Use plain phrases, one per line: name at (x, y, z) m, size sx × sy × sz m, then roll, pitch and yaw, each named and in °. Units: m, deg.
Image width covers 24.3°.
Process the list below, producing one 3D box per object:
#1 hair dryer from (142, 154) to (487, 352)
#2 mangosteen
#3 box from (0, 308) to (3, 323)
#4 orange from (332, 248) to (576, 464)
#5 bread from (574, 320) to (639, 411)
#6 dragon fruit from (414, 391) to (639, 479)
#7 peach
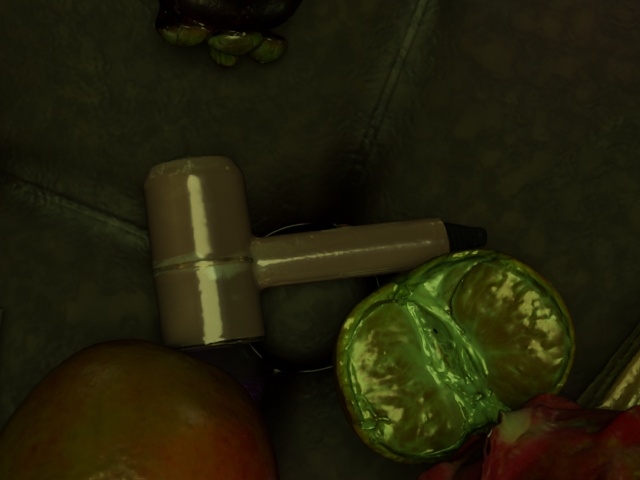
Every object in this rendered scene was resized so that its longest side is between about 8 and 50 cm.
hair dryer at (0.000, 0.000, 1.499) m, size 0.344 × 0.107 × 0.189 m, roll -6°, pitch 84°, yaw -12°
mangosteen at (-0.093, -0.258, 1.481) m, size 0.166 × 0.166 × 0.180 m, roll 4°, pitch 110°, yaw -2°
box at (-0.370, 0.141, 1.488) m, size 0.084 × 0.040 × 0.154 m, roll 5°, pitch 84°, yaw -3°
orange at (0.125, 0.108, 1.449) m, size 0.237 × 0.158 × 0.179 m, roll -29°, pitch 94°, yaw -1°
bread at (0.421, 0.147, 1.483) m, size 0.239 × 0.111 × 0.246 m, roll 38°, pitch 83°, yaw -2°
dragon fruit at (0.208, 0.287, 1.330) m, size 0.371 × 0.386 × 0.249 m, roll -39°, pitch 47°, yaw -17°
peach at (-0.173, 0.246, 1.367) m, size 0.308 × 0.308 × 0.332 m, roll 15°, pitch 58°, yaw -1°
